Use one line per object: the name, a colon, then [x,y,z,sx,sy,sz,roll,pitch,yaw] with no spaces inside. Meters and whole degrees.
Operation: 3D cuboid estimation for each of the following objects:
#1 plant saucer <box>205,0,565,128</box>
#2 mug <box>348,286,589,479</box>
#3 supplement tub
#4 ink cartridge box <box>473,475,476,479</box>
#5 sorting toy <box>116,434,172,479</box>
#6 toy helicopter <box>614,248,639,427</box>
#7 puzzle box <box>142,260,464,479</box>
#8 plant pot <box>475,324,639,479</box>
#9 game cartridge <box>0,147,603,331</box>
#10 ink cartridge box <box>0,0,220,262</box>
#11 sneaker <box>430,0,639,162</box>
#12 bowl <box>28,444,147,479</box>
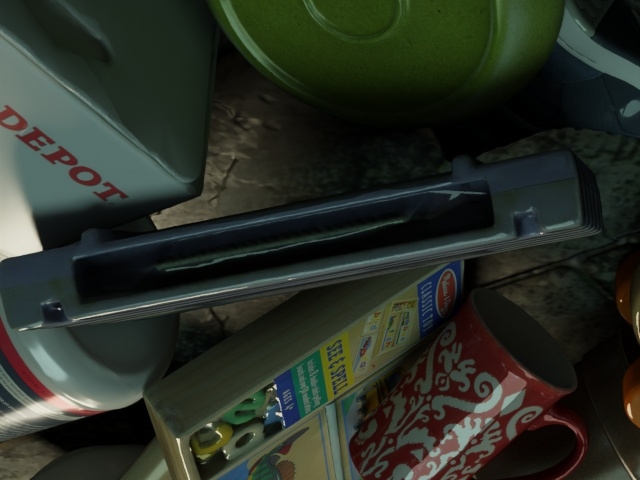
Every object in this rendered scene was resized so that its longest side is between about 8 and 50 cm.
plant saucer: [0.023,-0.153,0.895,0.241,0.037,0.241,15,137,15]
mug: [0.120,0.149,1.222,0.169,0.150,0.113,-48,153,20]
supplement tub: [-0.265,0.064,1.189,0.272,0.191,0.191,-18,141,29]
ink cartridge box: [0.306,0.236,1.457,0.278,0.117,0.201,-12,143,22]
sorting toy: [-0.096,0.251,1.465,0.229,0.041,0.307,28,110,-38]
toy helicopter: [0.412,0.064,1.160,0.355,0.140,0.235,18,134,-11]
puzzle box: [0.005,0.171,1.312,0.272,0.052,0.409,-33,150,-16]
plant pot: [0.227,0.183,1.303,0.165,0.167,0.167,-31,136,16]
game cartridge: [0.000,0.000,0.989,0.355,0.068,0.230,-11,-179,13]
ink cartridge box: [-0.301,-0.103,0.962,0.395,0.166,0.285,-18,142,29]
sneaker: [0.172,-0.093,1.003,0.226,0.086,0.163,27,142,-34]
bowl: [-0.225,0.306,1.560,0.297,0.134,0.298,-16,135,-17]
